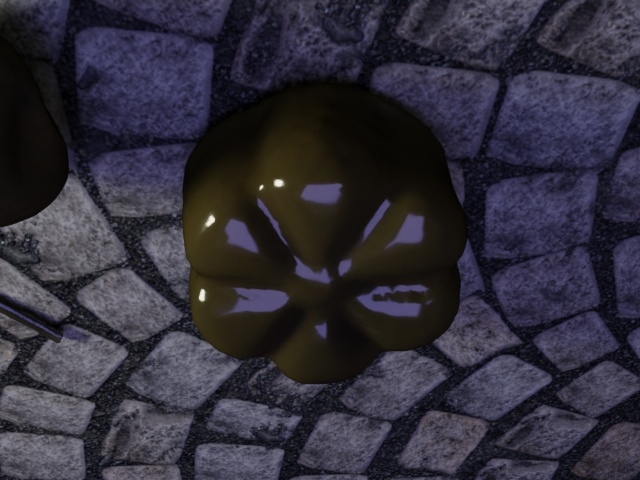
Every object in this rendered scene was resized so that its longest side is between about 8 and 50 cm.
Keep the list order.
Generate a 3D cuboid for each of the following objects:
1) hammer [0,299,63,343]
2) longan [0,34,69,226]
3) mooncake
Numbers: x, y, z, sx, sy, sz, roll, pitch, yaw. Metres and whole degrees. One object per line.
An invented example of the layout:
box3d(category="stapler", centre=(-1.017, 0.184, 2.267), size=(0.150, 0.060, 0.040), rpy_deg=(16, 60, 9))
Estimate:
box3d(category="hammer", centre=(-0.607, 0.114, 1.511), size=(0.297, 0.027, 0.125), rpy_deg=(33, 121, -28))
box3d(category="longan", centre=(-0.506, -0.155, 1.123), size=(0.288, 0.288, 0.350), rpy_deg=(-18, 138, 12))
box3d(category="mooncake", centre=(0.000, 0.000, 1.295), size=(0.467, 0.262, 0.467), rpy_deg=(0, 130, 0))
